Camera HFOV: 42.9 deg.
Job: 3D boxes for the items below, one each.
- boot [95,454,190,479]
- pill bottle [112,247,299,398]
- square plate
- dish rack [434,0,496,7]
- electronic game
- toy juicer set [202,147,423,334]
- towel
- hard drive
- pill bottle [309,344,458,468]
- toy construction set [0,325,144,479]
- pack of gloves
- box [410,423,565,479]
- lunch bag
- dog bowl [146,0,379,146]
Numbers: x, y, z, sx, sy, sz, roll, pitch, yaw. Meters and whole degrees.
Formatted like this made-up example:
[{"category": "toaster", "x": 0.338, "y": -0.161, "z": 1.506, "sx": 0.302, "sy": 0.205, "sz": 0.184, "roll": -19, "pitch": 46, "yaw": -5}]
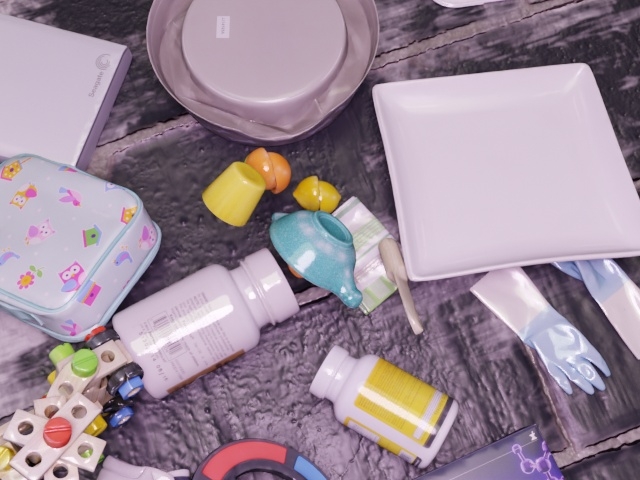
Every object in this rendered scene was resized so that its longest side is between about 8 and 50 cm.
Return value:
[{"category": "boot", "x": -0.186, "y": 0.352, "z": 1.030, "sx": 0.258, "sy": 0.095, "sz": 0.123, "roll": 12, "pitch": 69, "yaw": 17}, {"category": "pill bottle", "x": -0.152, "y": 0.107, "z": 1.108, "sx": 0.229, "sy": 0.131, "sz": 0.131, "roll": -28, "pitch": 73, "yaw": -8}, {"category": "square plate", "x": 0.270, "y": -0.104, "z": 1.198, "sx": 0.347, "sy": 0.049, "sz": 0.344, "roll": -6, "pitch": 60, "yaw": -3}, {"category": "dish rack", "x": 0.320, "y": -0.544, "z": 1.363, "sx": 0.333, "sy": 0.072, "sz": 0.285, "roll": -9, "pitch": 71, "yaw": -4}, {"category": "electronic game", "x": -0.059, "y": 0.347, "z": 1.010, "sx": 0.229, "sy": 0.048, "sz": 0.229, "roll": 23, "pitch": 36, "yaw": -18}, {"category": "toy juicer set", "x": 0.000, "y": 0.000, "z": 1.119, "sx": 0.329, "sy": 0.209, "sz": 0.089, "roll": 37, "pitch": 113, "yaw": -6}, {"category": "towel", "x": 0.059, "y": 0.019, "z": 1.195, "sx": 0.113, "sy": 0.023, "sz": 0.152, "roll": -40, "pitch": 76, "yaw": -11}, {"category": "hard drive", "x": -0.503, "y": -0.242, "z": 1.272, "sx": 0.353, "sy": 0.047, "sz": 0.233, "roll": 16, "pitch": 72, "yaw": 5}, {"category": "pill bottle", "x": 0.082, "y": 0.216, "z": 1.085, "sx": 0.184, "sy": 0.103, "sz": 0.103, "roll": 29, "pitch": 74, "yaw": 9}, {"category": "toy construction set", "x": -0.326, "y": 0.223, "z": 0.994, "sx": 0.215, "sy": 0.328, "sz": 0.151, "roll": -29, "pitch": 86, "yaw": -33}, {"category": "pack of gloves", "x": 0.364, "y": 0.090, "z": 1.159, "sx": 0.195, "sy": 0.046, "sz": 0.232, "roll": -38, "pitch": 75, "yaw": -13}, {"category": "box", "x": 0.192, "y": 0.373, "z": 1.035, "sx": 0.261, "sy": 0.103, "sz": 0.184, "roll": -23, "pitch": 70, "yaw": -7}, {"category": "lunch bag", "x": -0.379, "y": 0.009, "z": 1.118, "sx": 0.279, "sy": 0.108, "sz": 0.224, "roll": 19, "pitch": 66, "yaw": 26}, {"category": "dog bowl", "x": -0.086, "y": -0.303, "z": 1.264, "sx": 0.349, "sy": 0.102, "sz": 0.348, "roll": 0, "pitch": 71, "yaw": 0}]
